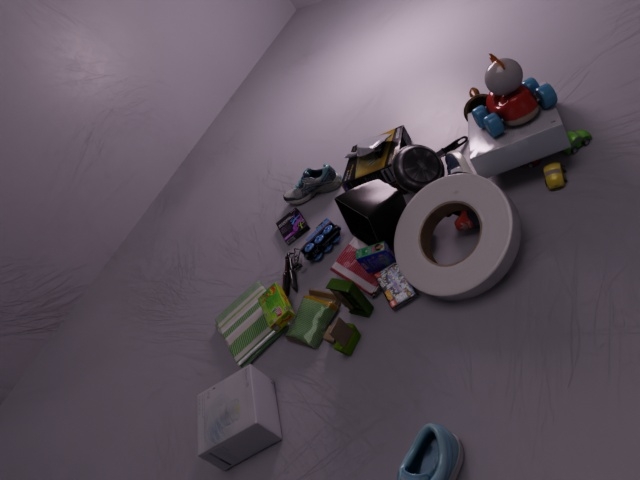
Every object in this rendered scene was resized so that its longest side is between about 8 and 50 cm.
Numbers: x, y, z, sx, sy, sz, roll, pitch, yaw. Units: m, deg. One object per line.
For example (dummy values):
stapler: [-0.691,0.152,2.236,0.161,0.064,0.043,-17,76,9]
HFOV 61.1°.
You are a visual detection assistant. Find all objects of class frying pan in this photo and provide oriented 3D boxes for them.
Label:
frying pan: [0.418,-0.275,1.963,0.327,0.053,0.197,-12,76,-9]

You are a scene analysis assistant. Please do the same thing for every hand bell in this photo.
hand bell: [0.604,-0.543,2.094,0.126,0.126,0.242,-25,26,21]

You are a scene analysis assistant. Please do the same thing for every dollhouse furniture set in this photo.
dollhouse furniture set: [-0.010,0.237,1.780,0.302,0.151,0.197,6,57,45]

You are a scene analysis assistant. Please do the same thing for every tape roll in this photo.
tape roll: [0.402,-0.014,1.632,0.392,0.072,0.391,-18,60,36]

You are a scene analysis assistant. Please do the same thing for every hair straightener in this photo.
hair straightener: [-0.097,0.110,2.088,0.089,0.047,0.230,-25,35,21]

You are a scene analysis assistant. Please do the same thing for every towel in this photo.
towel: [0.203,0.019,1.872,0.329,0.037,0.237,-51,44,-8]
towel: [-0.264,0.309,2.035,0.248,0.038,0.325,-43,34,-4]

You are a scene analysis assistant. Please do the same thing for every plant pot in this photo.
plant pot: [0.191,-0.094,1.824,0.167,0.188,0.187,-39,42,-13]

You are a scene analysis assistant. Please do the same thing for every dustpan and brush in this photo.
dustpan and brush: [0.173,-0.362,2.145,0.211,0.060,0.147,1,31,39]

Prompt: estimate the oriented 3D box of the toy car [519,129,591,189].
toy car: [0.747,-0.283,1.714,0.225,0.053,0.239,-38,37,5]

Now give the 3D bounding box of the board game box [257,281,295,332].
board game box: [-0.159,0.237,1.938,0.092,0.043,0.181,-44,34,6]

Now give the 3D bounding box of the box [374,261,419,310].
box: [0.240,0.143,1.723,0.094,0.027,0.137,-33,54,10]

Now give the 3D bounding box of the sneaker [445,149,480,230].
sneaker: [0.448,-0.168,1.799,0.148,0.131,0.349,-26,39,12]

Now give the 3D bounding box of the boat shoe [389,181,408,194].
boat shoe: [0.324,-0.209,2.025,0.152,0.056,0.049,-6,34,39]

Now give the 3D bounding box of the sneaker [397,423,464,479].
sneaker: [0.208,0.586,1.228,0.135,0.150,0.365,-3,51,41]

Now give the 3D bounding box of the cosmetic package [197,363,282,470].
cosmetic package: [-0.259,0.551,1.697,0.225,0.138,0.224,-32,38,11]

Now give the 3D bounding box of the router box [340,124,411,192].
router box: [0.225,-0.315,2.151,0.243,0.081,0.308,-20,31,27]

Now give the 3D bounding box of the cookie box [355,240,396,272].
cookie box: [0.181,0.055,1.769,0.107,0.092,0.040,-19,47,24]

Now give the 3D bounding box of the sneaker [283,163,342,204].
sneaker: [-0.053,-0.255,2.345,0.283,0.122,0.110,-22,40,24]

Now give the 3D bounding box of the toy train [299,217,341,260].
toy train: [0.000,0.000,2.081,0.184,0.080,0.105,-44,27,0]

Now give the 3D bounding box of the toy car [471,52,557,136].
toy car: [0.578,-0.492,1.705,0.219,0.237,0.210,-28,26,9]

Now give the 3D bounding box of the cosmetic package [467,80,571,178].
cosmetic package: [0.644,-0.371,1.799,0.285,0.097,0.377,-22,27,27]

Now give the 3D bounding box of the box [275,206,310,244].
box: [-0.119,-0.062,2.287,0.116,0.029,0.162,-38,35,4]
